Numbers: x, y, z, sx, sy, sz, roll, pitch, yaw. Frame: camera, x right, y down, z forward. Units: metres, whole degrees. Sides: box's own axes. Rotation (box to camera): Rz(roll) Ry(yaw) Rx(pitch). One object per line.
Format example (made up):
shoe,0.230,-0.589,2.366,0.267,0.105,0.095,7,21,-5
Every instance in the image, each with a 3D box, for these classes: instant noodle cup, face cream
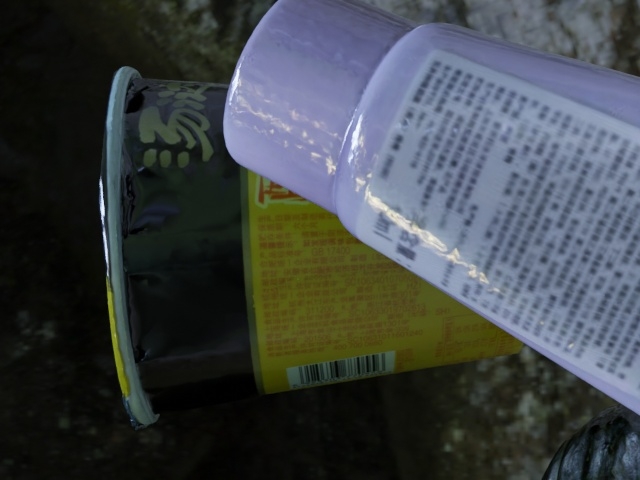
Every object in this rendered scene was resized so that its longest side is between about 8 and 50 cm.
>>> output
instant noodle cup,0.000,0.000,0.819,0.236,0.215,0.215,-2,-97,1
face cream,0.094,-0.020,0.591,0.096,0.274,0.154,-25,-41,-60

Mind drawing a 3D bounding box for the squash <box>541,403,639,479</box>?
squash,0.212,0.170,0.799,0.193,0.193,0.155,28,-106,-27
